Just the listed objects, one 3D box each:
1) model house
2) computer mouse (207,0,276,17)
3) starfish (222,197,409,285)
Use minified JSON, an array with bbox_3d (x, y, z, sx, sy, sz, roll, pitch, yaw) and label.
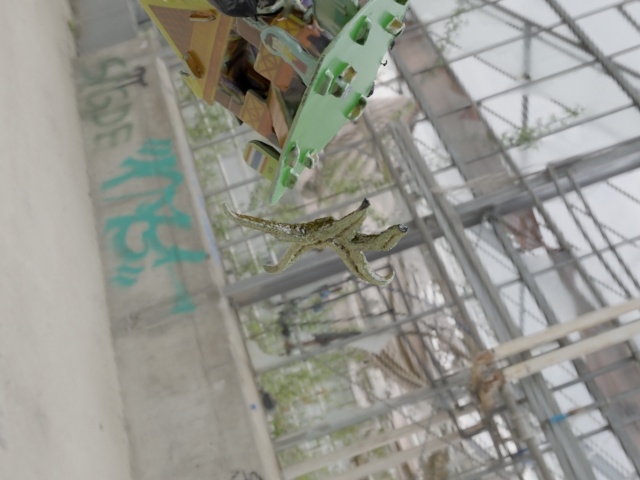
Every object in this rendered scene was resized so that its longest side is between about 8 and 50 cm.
[{"bbox_3d":[-0.076,-0.272,1.015,0.313,0.242,0.358,35,-28,3],"label":"model house"},{"bbox_3d":[-0.100,-0.317,0.865,0.192,0.106,0.062,61,-15,-21],"label":"computer mouse"},{"bbox_3d":[0.000,-0.002,0.880,0.223,0.217,0.050,-28,-125,51],"label":"starfish"}]
